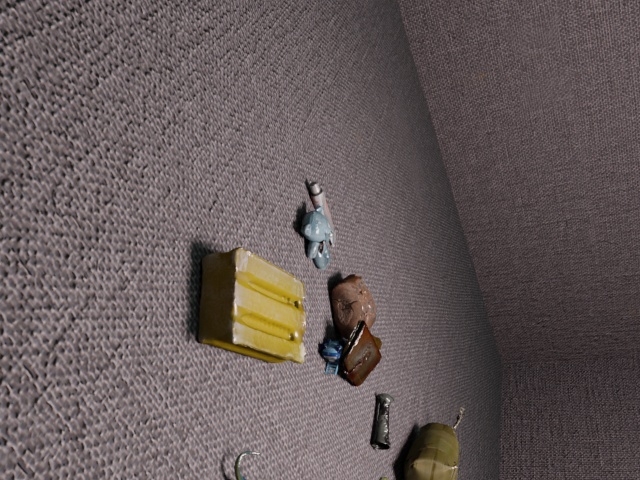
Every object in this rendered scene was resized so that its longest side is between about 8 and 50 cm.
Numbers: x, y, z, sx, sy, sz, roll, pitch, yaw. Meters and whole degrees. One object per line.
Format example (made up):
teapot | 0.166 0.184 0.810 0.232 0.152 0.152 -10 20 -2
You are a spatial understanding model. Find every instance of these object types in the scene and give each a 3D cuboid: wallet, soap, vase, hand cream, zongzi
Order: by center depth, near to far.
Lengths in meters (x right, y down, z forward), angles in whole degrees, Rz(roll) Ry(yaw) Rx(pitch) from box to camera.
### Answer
soap | -0.134 0.148 1.390 0.315 0.091 0.199 32 52 -60
wallet | 0.113 0.331 1.858 0.137 0.031 0.255 -56 151 -18
hand cream | 0.011 -0.081 1.890 0.052 0.038 0.216 -48 135 -32
vase | 0.195 0.560 2.039 0.059 0.059 0.167 58 31 -42
zongzi | 0.395 0.832 2.302 0.447 0.181 0.418 -30 124 -69

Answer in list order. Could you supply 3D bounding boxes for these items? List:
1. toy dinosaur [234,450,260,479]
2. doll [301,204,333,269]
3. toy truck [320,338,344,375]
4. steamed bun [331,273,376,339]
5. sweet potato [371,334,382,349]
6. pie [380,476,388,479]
toy dinosaur | -0.094 0.575 1.346 0.147 0.076 0.363 -103 168 -49
doll | 0.004 -0.001 1.781 0.180 0.075 0.120 67 30 -29
toy truck | 0.033 0.314 1.768 0.073 0.056 0.090 -26 117 -70
steamed bun | 0.103 0.188 1.904 0.145 0.106 0.175 -22 100 -66
sweet potato | 0.146 0.320 2.013 0.274 0.067 0.067 16 67 -67
pie | 0.196 0.768 2.016 0.085 0.017 0.085 37 48 -57
